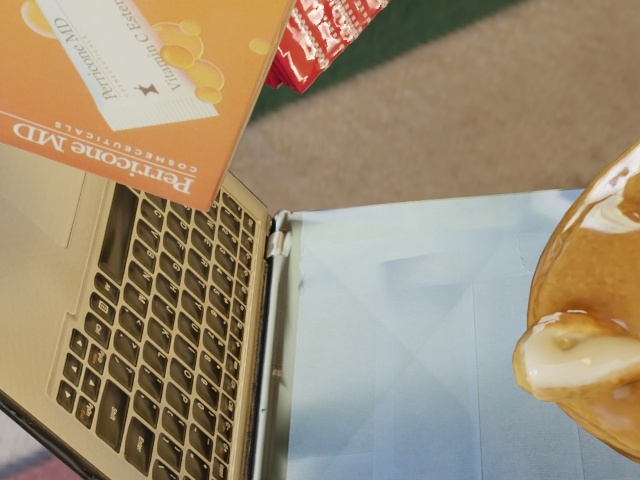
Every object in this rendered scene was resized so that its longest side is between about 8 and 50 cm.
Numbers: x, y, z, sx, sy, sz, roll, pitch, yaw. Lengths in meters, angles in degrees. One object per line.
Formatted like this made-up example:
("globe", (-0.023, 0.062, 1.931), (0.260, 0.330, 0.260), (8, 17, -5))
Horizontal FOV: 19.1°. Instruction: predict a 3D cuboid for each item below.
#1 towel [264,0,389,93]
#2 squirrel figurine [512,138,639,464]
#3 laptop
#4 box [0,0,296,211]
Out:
("towel", (0.021, -0.250, 1.231), (0.275, 0.199, 0.031), (-47, 41, -14))
("squirrel figurine", (0.259, 0.118, 0.821), (0.370, 0.281, 0.397), (12, 88, 13))
("laptop", (0.000, 0.000, 1.161), (0.408, 0.236, 0.382), (44, 25, -24))
("box", (-0.091, -0.201, 0.846), (0.215, 0.345, 0.168), (19, 54, -5))
